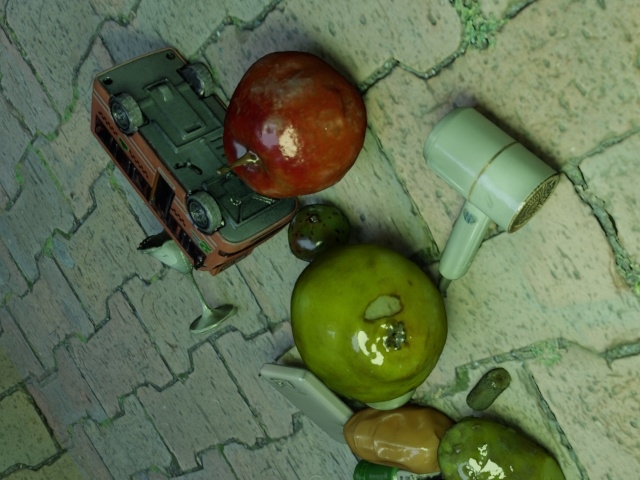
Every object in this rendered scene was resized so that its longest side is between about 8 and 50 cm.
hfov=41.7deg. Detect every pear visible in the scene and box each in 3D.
[{"bbox_3d":[0.076,0.130,1.369,0.321,0.269,0.269,30,141,68],"label":"pear"}]

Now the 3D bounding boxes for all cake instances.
[{"bbox_3d":[-0.051,0.229,1.724,0.220,0.086,0.117,1,116,47],"label":"cake"}]

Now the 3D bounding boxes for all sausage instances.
[{"bbox_3d":[0.155,0.364,1.560,0.241,0.136,0.120,-2,106,44],"label":"sausage"}]

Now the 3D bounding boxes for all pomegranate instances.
[{"bbox_3d":[0.000,0.000,1.508,0.114,0.114,0.142,30,157,32],"label":"pomegranate"}]

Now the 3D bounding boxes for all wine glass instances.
[{"bbox_3d":[-0.284,0.082,1.847,0.156,0.156,0.232,-4,116,49],"label":"wine glass"}]

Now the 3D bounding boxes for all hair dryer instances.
[{"bbox_3d":[0.214,-0.024,1.270,0.173,0.107,0.357,44,146,22],"label":"hair dryer"}]

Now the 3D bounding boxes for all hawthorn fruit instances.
[{"bbox_3d":[-0.064,-0.164,1.328,0.242,0.272,0.242,23,135,25],"label":"hawthorn fruit"}]

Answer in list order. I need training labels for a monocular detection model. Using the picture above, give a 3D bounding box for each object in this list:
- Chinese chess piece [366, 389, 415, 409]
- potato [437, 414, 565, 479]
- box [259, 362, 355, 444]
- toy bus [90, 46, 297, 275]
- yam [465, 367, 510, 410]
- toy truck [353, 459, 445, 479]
[{"bbox_3d":[0.116,0.238,1.543,0.144,0.058,0.144,7,99,49],"label":"Chinese chess piece"},{"bbox_3d":[0.323,0.415,1.401,0.298,0.141,0.176,45,140,-2],"label":"potato"},{"bbox_3d":[0.005,0.336,1.683,0.142,0.044,0.285,-1,141,46],"label":"box"},{"bbox_3d":[-0.252,-0.143,1.608,0.427,0.203,0.233,51,146,11],"label":"toy bus"},{"bbox_3d":[0.281,0.251,1.412,0.043,0.043,0.094,44,141,18],"label":"yam"},{"bbox_3d":[0.156,0.485,1.648,0.242,0.101,0.125,-23,73,58],"label":"toy truck"}]
